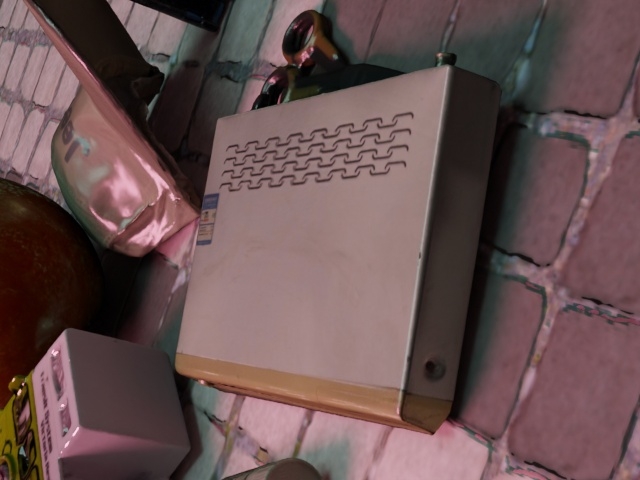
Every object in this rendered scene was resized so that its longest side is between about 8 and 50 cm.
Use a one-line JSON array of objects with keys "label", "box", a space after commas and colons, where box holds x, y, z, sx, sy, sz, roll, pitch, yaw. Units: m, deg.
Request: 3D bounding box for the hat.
[{"label": "hat", "box": [-0.200, -0.105, 0.937, 0.149, 0.245, 0.214, -37, 39, 14]}]

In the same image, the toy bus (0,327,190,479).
[{"label": "toy bus", "box": [-0.148, 0.209, 0.769, 0.139, 0.113, 0.301, -53, 38, 28]}]

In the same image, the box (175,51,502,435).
[{"label": "box", "box": [0.000, 0.000, 0.696, 0.270, 0.045, 0.210, -4, 74, 58]}]

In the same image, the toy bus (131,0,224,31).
[{"label": "toy bus", "box": [-0.108, -0.315, 0.979, 0.234, 0.116, 0.133, -66, 28, 12]}]

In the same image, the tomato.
[{"label": "tomato", "box": [-0.325, 0.060, 0.967, 0.270, 0.223, 0.270, -46, 15, 16]}]

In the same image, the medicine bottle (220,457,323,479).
[{"label": "medicine bottle", "box": [-0.037, 0.158, 0.674, 0.083, 0.047, 0.047, -29, 50, 48]}]

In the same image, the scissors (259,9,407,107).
[{"label": "scissors", "box": [0.020, -0.106, 0.757, 0.220, 0.017, 0.088, 26, 93, 59]}]
